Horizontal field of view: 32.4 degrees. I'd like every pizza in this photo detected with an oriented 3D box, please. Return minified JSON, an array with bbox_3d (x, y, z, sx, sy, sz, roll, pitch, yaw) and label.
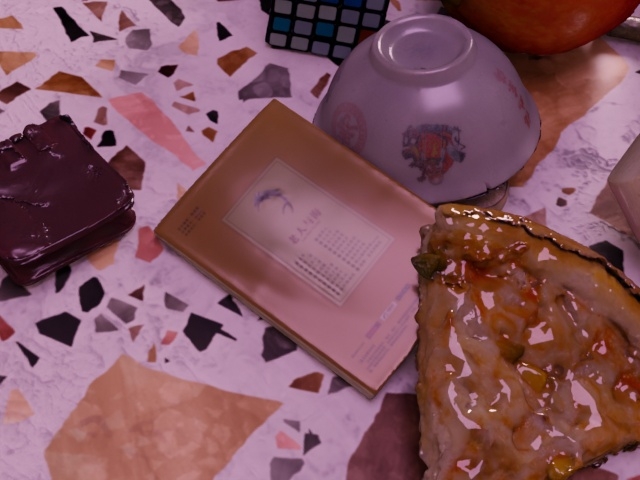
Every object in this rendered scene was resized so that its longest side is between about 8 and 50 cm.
[{"bbox_3d":[0.269,0.118,1.394,0.434,0.080,0.392,-19,77,-22],"label":"pizza"}]

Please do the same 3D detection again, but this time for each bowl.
[{"bbox_3d":[0.150,-0.225,1.594,0.345,0.157,0.346,-3,46,3],"label":"bowl"}]

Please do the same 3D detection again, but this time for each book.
[{"bbox_3d":[0.000,0.000,1.488,0.389,0.032,0.269,37,74,18],"label":"book"}]

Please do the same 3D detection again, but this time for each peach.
[{"bbox_3d":[0.362,-0.457,1.739,0.370,0.370,0.370,4,54,-5],"label":"peach"}]

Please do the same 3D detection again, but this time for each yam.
[{"bbox_3d":[0.520,-0.359,1.860,0.094,0.043,0.043,9,54,-1],"label":"yam"}]

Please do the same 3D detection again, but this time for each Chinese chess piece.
[{"bbox_3d":[0.213,-0.078,1.608,0.122,0.051,0.122,4,56,-6],"label":"Chinese chess piece"}]

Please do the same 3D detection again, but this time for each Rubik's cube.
[{"bbox_3d":[0.021,-0.418,1.743,0.184,0.187,0.182,10,53,-3],"label":"Rubik's cube"}]

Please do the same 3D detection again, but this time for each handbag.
[{"bbox_3d":[-0.381,-0.059,1.494,0.203,0.074,0.216,-33,63,-28],"label":"handbag"}]

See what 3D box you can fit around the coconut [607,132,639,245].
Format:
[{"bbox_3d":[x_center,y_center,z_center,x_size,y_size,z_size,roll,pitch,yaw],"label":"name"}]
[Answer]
[{"bbox_3d":[0.523,-0.087,1.543,0.241,0.241,0.241,4,54,-5],"label":"coconut"}]
